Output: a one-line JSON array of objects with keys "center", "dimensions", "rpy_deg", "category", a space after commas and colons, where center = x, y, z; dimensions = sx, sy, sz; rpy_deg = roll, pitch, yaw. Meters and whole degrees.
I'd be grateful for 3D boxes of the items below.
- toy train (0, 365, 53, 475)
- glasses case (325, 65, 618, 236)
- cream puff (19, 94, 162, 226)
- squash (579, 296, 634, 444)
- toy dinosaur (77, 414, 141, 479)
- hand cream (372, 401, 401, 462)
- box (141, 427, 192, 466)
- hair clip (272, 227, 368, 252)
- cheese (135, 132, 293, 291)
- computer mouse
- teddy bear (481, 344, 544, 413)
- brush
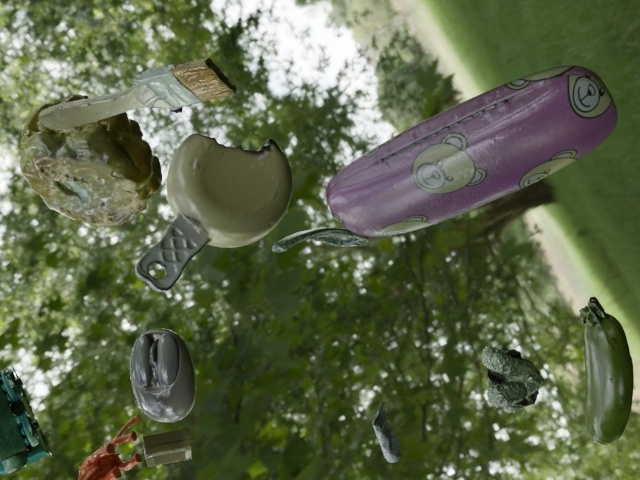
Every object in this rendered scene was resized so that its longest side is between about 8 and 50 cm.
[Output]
[{"center": [-0.582, 0.330, 1.461], "dimensions": [0.203, 0.112, 0.163], "rpy_deg": [63, 162, 14], "category": "toy train"}, {"center": [0.151, -0.085, 0.840], "dimensions": [0.123, 0.316, 0.076], "rpy_deg": [34, -140, -47], "category": "glasses case"}, {"center": [-0.532, -0.208, 1.889], "dimensions": [0.291, 0.324, 0.257], "rpy_deg": [81, -167, -56], "category": "cream puff"}, {"center": [0.439, 0.222, 1.212], "dimensions": [0.080, 0.071, 0.318], "rpy_deg": [-73, -27, -50], "category": "squash"}, {"center": [-0.318, 0.330, 1.209], "dimensions": [0.055, 0.101, 0.279], "rpy_deg": [60, -161, -5], "category": "toy dinosaur"}, {"center": [0.070, 0.214, 0.869], "dimensions": [0.030, 0.019, 0.093], "rpy_deg": [-59, -38, -37], "category": "hand cream"}, {"center": [-0.264, 0.357, 1.363], "dimensions": [0.079, 0.083, 0.035], "rpy_deg": [104, 155, -58], "category": "box"}, {"center": [0.000, -0.003, 1.354], "dimensions": [0.229, 0.066, 0.036], "rpy_deg": [-4, -97, -49], "category": "hair clip"}, {"center": [-0.124, -0.029, 0.992], "dimensions": [0.163, 0.071, 0.249], "rpy_deg": [23, -123, -19], "category": "cheese"}, {"center": [-0.160, 0.138, 0.795], "dimensions": [0.039, 0.066, 0.096], "rpy_deg": [-53, -42, -71], "category": "computer mouse"}, {"center": [0.374, 0.268, 1.535], "dimensions": [0.213, 0.111, 0.133], "rpy_deg": [48, -143, -67], "category": "teddy bear"}, {"center": [-0.268, -0.194, 1.094], "dimensions": [0.085, 0.336, 0.020], "rpy_deg": [41, -130, -50], "category": "brush"}]
